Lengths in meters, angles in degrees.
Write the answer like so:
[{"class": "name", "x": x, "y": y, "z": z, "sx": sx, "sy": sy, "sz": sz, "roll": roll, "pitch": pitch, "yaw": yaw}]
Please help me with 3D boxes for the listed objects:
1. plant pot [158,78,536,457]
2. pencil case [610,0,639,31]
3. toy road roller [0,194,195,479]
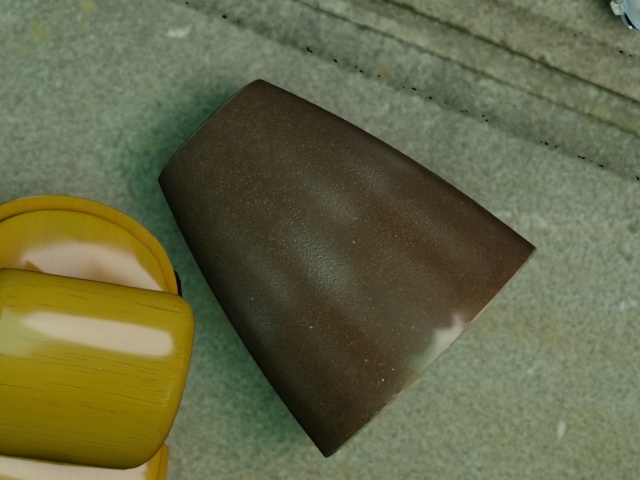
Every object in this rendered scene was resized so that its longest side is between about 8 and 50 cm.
[{"class": "plant pot", "x": 0.000, "y": 0.000, "z": 1.290, "sx": 0.215, "sy": 0.215, "sz": 0.230, "roll": -44, "pitch": 89, "yaw": -4}, {"class": "pencil case", "x": 0.211, "y": -0.288, "z": 1.335, "sx": 0.124, "sy": 0.113, "sz": 0.273, "roll": -36, "pitch": 103, "yaw": 14}, {"class": "toy road roller", "x": -0.192, "y": 0.133, "z": 1.202, "sx": 0.203, "sy": 0.240, "sz": 0.329, "roll": 10, "pitch": 80, "yaw": -18}]
